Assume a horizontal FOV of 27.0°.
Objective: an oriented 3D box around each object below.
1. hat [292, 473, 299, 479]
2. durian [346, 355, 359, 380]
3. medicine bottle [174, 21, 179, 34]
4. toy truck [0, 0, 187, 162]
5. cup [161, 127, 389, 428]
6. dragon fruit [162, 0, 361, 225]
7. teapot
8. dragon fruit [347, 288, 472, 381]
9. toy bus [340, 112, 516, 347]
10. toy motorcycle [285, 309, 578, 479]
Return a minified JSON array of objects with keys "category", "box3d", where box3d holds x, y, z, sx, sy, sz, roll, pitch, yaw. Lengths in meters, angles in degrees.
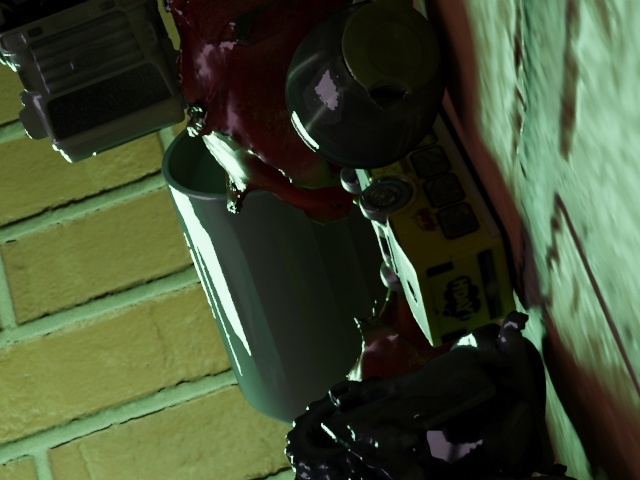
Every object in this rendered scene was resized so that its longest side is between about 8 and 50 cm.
[{"category":"hat","box3d":[0.037,0.291,0.785,0.244,0.233,0.233,30,-162,16]},{"category":"durian","box3d":[0.085,0.157,1.194,0.237,0.137,0.193,69,-177,-81]},{"category":"medicine bottle","box3d":[-0.053,-0.215,1.225,0.165,0.165,0.273,-109,2,-66]},{"category":"toy truck","box3d":[-0.202,-0.189,1.194,0.367,0.146,0.175,-112,1,-69]},{"category":"cup","box3d":[0.000,0.000,1.472,0.323,0.236,0.327,-61,-39,-48]},{"category":"dragon fruit","box3d":[-0.022,-0.115,1.064,0.200,0.198,0.269,50,-179,17]},{"category":"teapot","box3d":[0.025,-0.110,0.758,0.124,0.092,0.091,65,162,8]},{"category":"dragon fruit","box3d":[0.076,0.097,1.015,0.137,0.135,0.236,29,-120,-82]},{"category":"toy bus","box3d":[0.054,-0.039,0.845,0.226,0.074,0.081,-109,0,-49]},{"category":"toy motorcycle","box3d":[0.085,0.121,0.693,0.270,0.159,0.106,33,146,63]}]
